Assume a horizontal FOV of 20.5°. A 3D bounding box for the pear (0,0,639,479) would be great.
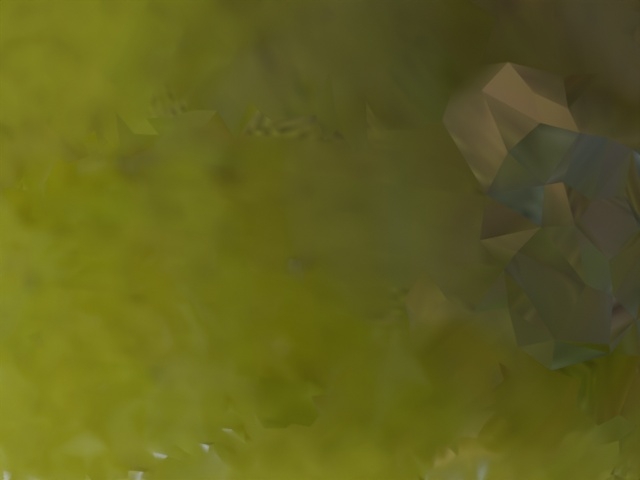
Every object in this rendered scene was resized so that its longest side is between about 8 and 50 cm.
[{"bbox_3d":[0.000,0.000,0.466,0.340,0.386,0.191,40,159,-20],"label":"pear"}]
